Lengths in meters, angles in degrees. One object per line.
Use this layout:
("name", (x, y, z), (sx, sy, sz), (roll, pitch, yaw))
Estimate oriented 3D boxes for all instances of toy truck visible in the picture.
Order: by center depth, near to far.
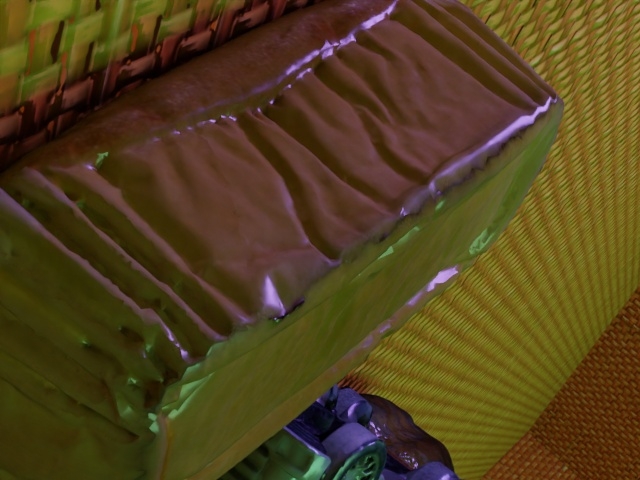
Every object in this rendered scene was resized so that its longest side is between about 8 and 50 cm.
("toy truck", (-0.031, 0.173, 0.714), (0.184, 0.133, 0.338), (-55, 150, -2))

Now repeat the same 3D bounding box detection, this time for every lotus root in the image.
("lotus root", (0.040, 0.225, 1.064), (0.160, 0.152, 0.275), (-40, 162, 3))

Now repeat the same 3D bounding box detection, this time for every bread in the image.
("bread", (-0.024, 0.000, 0.478), (0.288, 0.119, 0.153), (-35, 155, -40))
